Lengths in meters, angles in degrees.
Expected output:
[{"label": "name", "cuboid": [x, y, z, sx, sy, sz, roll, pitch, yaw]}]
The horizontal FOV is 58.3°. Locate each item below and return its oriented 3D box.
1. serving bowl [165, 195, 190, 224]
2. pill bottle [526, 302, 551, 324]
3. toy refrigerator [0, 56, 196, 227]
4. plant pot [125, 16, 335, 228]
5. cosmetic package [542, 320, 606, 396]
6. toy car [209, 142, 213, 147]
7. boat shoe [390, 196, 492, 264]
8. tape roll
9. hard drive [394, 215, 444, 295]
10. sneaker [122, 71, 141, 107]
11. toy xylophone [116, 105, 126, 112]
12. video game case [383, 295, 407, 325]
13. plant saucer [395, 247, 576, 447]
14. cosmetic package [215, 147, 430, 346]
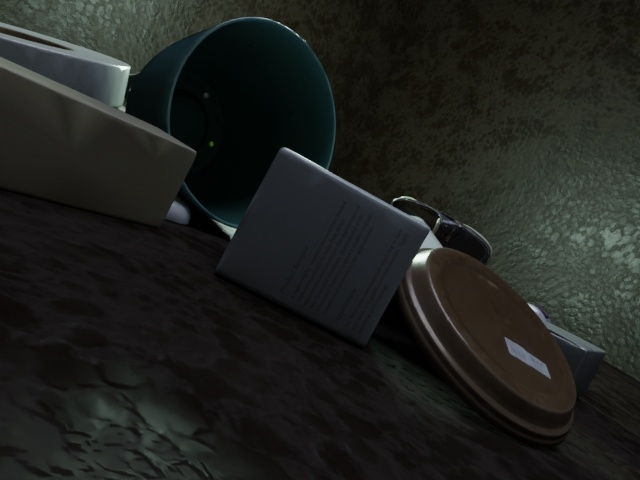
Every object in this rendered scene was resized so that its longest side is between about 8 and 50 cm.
[{"label": "serving bowl", "cuboid": [-0.207, -0.052, 0.759, 0.083, 0.027, 0.083, 29, 6, -3]}, {"label": "pill bottle", "cuboid": [0.451, 0.192, 1.277, 0.108, 0.108, 0.193, 31, 7, 26]}, {"label": "toy refrigerator", "cuboid": [-0.264, -0.101, 0.569, 0.094, 0.102, 0.269, 32, 8, 32]}, {"label": "plant pot", "cuboid": [-0.160, -0.177, 0.886, 0.235, 0.293, 0.293, 14, -6, 46]}, {"label": "cosmetic package", "cuboid": [0.411, 0.207, 1.015, 0.127, 0.107, 0.238, 29, 9, 32]}, {"label": "toy car", "cuboid": [-0.337, -0.245, 1.316, 0.155, 0.149, 0.188, 9, 10, 40]}, {"label": "boat shoe", "cuboid": [0.294, -0.022, 1.441, 0.285, 0.103, 0.092, 35, 13, 18]}, {"label": "tape roll", "cuboid": [-0.495, -0.292, 0.878, 0.391, 0.072, 0.392, 17, 15, -5]}, {"label": "hard drive", "cuboid": [0.097, 0.009, 0.946, 0.210, 0.040, 0.319, 8, 18, -4]}, {"label": "sneaker", "cuboid": [-0.426, -0.298, 1.214, 0.329, 0.130, 0.147, 5, -7, -12]}, {"label": "toy xylophone", "cuboid": [-0.314, -0.179, 1.069, 0.322, 0.081, 0.236, 25, 7, -30]}, {"label": "video game case", "cuboid": [0.113, 0.088, 0.998, 0.248, 0.035, 0.275, 26, 7, -22]}, {"label": "plant saucer", "cuboid": [0.204, 0.109, 0.684, 0.277, 0.041, 0.278, 31, 30, -20]}, {"label": "cosmetic package", "cuboid": [0.000, 0.000, 0.669, 0.183, 0.151, 0.151, 29, 6, -6]}]
